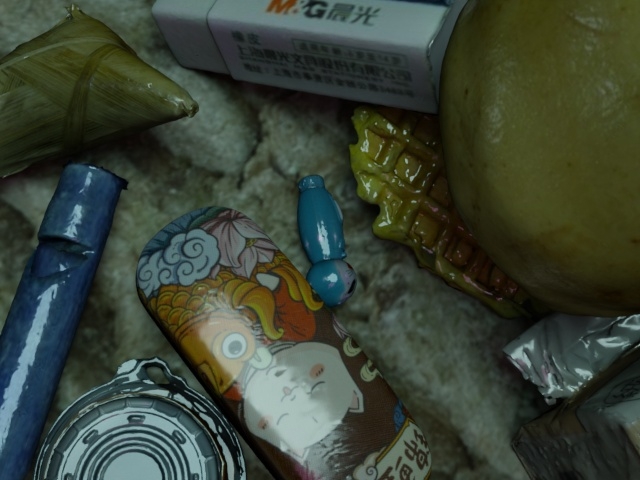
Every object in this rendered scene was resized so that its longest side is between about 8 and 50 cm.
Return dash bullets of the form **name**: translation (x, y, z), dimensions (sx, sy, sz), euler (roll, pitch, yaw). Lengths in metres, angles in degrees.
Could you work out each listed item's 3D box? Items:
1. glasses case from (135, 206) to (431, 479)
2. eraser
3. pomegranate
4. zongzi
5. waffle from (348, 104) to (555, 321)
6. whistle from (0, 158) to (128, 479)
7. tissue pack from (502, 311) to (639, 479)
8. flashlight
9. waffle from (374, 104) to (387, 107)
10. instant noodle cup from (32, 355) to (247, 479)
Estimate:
- **glasses case**: translation (-0.033, 0.111, 0.679), dimensions (0.122, 0.082, 0.321), euler (-36, 82, -24)
- **eraser**: translation (-0.002, -0.208, 0.724), dimensions (0.287, 0.086, 0.130), euler (17, 66, 26)
- **pomegranate**: translation (0.249, -0.088, 0.566), dimensions (0.332, 0.332, 0.332), euler (3, 73, -9)
- **zongzi**: translation (-0.220, -0.105, 0.674), dimensions (0.194, 0.099, 0.197), euler (-40, 50, -17)
- **waffle**: translation (0.163, -0.059, 0.751), dimensions (0.262, 0.060, 0.280), euler (-12, 91, -4)
- **whistle**: translation (-0.238, 0.080, 0.664), dimensions (0.062, 0.062, 0.304), euler (16, 71, -5)
- **tissue pack**: translation (0.330, 0.114, 0.675), dimensions (0.305, 0.238, 0.238), euler (-26, 79, -16)
- **flashlight**: translation (0.000, 0.000, 0.739), dimensions (0.051, 0.051, 0.129), euler (-9, 71, -13)
- **waffle**: translation (0.117, -0.231, 0.825), dimensions (0.250, 0.056, 0.261), euler (31, 76, 0)
- **instant noodle cup**: translation (-0.142, 0.189, 0.612), dimensions (0.177, 0.125, 0.208), euler (-11, 76, -14)
